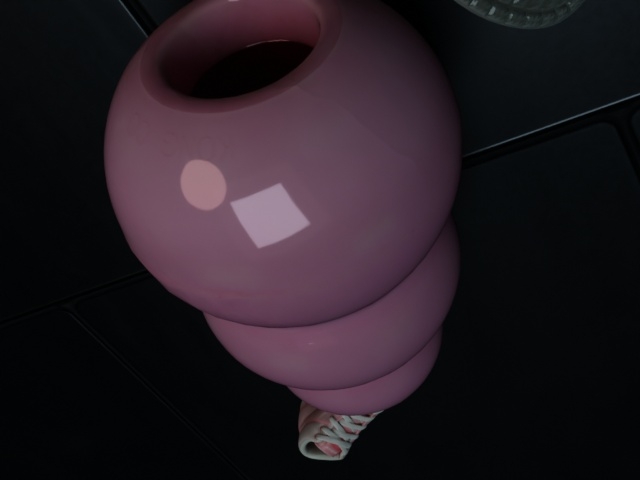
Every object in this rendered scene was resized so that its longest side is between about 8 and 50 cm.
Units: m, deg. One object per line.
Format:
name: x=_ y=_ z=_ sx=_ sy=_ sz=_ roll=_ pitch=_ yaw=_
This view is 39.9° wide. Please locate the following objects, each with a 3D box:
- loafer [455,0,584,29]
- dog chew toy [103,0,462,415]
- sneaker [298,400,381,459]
loafer: x=0.049 y=-0.195 z=0.454 sx=0.251 sy=0.087 sz=0.094 roll=23 pitch=115 yaw=-28
dog chew toy: x=0.000 y=0.000 z=0.572 sx=0.207 sy=0.206 sz=0.332 roll=-5 pitch=140 yaw=15
sneaker: x=0.031 y=0.158 z=0.795 sx=0.134 sy=0.070 sz=0.051 roll=-32 pitch=119 yaw=32
